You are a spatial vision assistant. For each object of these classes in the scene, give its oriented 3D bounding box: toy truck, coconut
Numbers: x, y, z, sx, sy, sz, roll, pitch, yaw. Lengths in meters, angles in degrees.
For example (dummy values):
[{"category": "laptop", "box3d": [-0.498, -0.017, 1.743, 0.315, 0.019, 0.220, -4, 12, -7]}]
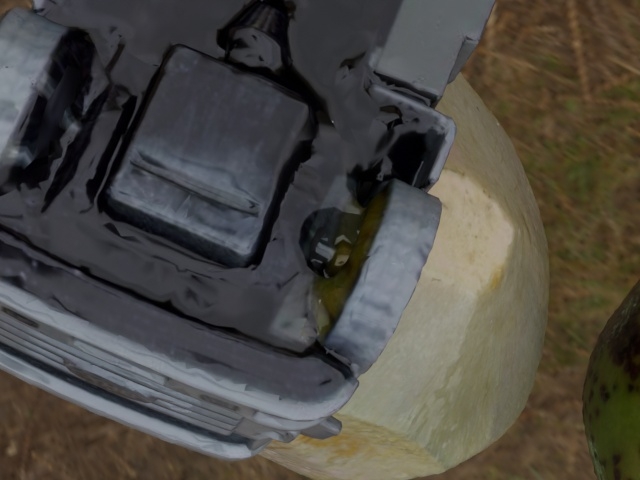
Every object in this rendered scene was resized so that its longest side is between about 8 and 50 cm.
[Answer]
[{"category": "toy truck", "box3d": [-0.002, -0.107, 0.616, 0.146, 0.175, 0.367, 24, 66, -3]}, {"category": "coconut", "box3d": [0.000, 0.000, 0.834, 0.237, 0.237, 0.197, 33, 67, -25]}]

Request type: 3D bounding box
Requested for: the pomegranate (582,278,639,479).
[{"category": "pomegranate", "box3d": [0.242, 0.080, 0.857, 0.204, 0.276, 0.222, 13, 79, -11]}]
